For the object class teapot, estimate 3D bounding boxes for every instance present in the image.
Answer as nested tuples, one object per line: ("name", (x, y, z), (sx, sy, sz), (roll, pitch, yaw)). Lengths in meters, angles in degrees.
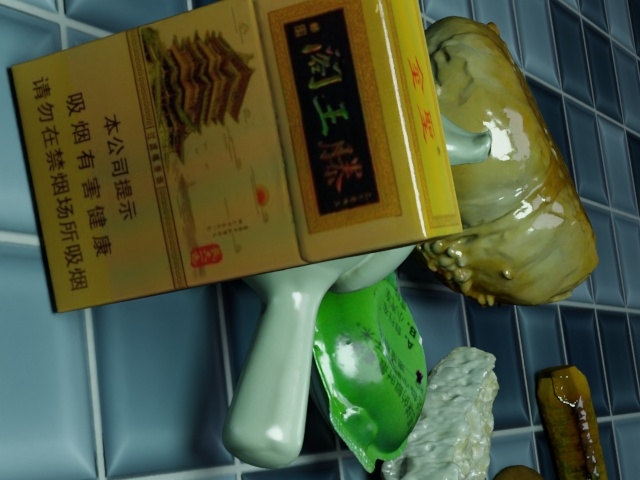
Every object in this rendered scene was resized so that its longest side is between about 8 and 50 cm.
("teapot", (-0.014, 0.003, 0.991), (0.149, 0.220, 0.318), (36, 85, -15))

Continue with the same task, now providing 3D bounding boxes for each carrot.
("carrot", (0.328, 0.287, 1.607), (0.070, 0.070, 0.260), (-20, 99, -61))

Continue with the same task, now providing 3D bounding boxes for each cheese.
("cheese", (0.039, 0.069, 1.148), (0.204, 0.083, 0.320), (56, 24, -32))

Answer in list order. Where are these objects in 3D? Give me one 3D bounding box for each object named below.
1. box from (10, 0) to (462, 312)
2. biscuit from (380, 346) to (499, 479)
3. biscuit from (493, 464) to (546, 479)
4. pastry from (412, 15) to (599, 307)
("box", (-0.059, -0.062, 0.819), (0.076, 0.274, 0.174), (-10, 89, -65))
("biscuit", (0.105, 0.249, 1.188), (0.281, 0.084, 0.179), (-60, 151, -47))
("biscuit", (0.248, 0.387, 1.454), (0.262, 0.037, 0.262), (30, 55, -55))
("pastry", (0.154, -0.065, 1.296), (0.316, 0.184, 0.284), (58, 16, -28))
